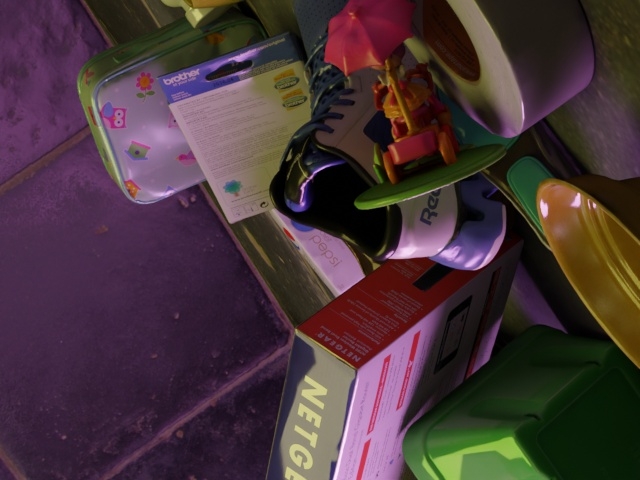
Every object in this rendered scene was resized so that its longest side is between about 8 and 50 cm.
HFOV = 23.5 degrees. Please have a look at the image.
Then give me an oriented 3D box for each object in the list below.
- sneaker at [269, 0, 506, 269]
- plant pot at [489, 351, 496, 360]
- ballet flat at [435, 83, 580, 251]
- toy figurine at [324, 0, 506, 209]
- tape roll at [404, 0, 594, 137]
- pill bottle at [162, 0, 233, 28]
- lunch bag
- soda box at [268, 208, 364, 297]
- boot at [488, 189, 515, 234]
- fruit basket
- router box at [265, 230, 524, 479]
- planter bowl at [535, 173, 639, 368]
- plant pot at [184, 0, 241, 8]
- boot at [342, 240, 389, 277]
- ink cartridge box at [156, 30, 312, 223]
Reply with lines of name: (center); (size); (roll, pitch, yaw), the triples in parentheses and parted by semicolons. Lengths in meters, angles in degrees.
sneaker: (0.032, -0.110, 1.394); (0.127, 0.182, 0.316); (-44, 62, 45)
plant pot: (0.163, 0.254, 2.051); (0.323, 0.323, 0.280); (59, -173, -28)
ballet flat: (0.176, -0.076, 1.367); (0.213, 0.072, 0.068); (55, -158, 11)
toy figurine: (0.065, -0.126, 1.245); (0.173, 0.130, 0.159); (-49, -61, -74)
tape roll: (0.118, -0.190, 1.210); (0.219, 0.072, 0.219); (53, 171, 13)
pill bottle: (-0.191, -0.377, 2.041); (0.184, 0.103, 0.103); (54, 171, 1)
lunch bag: (-0.186, -0.199, 2.142); (0.108, 0.279, 0.224); (38, 151, 60)
soda box: (0.000, 0.000, 2.552); (0.216, 0.074, 0.069); (51, 171, 20)
boot: (0.121, -0.097, 1.547); (0.165, 0.077, 0.213); (53, 172, 29)
fruit basket: (0.246, 0.309, 1.684); (0.392, 0.283, 0.392); (40, 151, 27)
router box: (0.072, 0.167, 1.651); (0.082, 0.301, 0.335); (32, 132, 24)
planter bowl: (0.264, 0.018, 1.157); (0.217, 0.090, 0.217); (52, 170, 13)
plant pot: (-0.140, -0.344, 1.916); (0.134, 0.095, 0.134); (53, 170, 13)
boot: (0.088, -0.014, 1.993); (0.248, 0.090, 0.207); (41, 159, 18)
ink cartridge box: (-0.085, -0.158, 2.035); (0.311, 0.185, 0.065); (65, -171, -53)
